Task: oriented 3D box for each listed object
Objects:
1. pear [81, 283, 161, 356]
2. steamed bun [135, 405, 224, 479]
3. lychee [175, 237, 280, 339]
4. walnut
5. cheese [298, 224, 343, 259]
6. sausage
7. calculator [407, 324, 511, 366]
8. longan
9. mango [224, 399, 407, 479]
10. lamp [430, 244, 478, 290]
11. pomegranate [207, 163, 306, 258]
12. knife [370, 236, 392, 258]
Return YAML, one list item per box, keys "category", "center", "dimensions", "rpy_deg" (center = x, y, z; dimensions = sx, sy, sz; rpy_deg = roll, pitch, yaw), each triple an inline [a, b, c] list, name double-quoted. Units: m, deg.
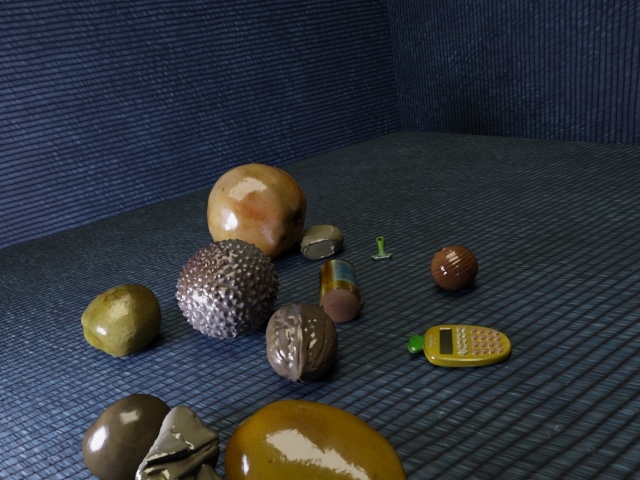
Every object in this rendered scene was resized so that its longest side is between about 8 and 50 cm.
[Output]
- category: "pear"
  center: [-0.574, 0.230, 1.381]
  dimensions: [0.229, 0.188, 0.211]
  rpy_deg: [6, 39, 37]
- category: "steamed bun"
  center: [-0.224, 0.409, 0.775]
  dimensions: [0.144, 0.211, 0.218]
  rpy_deg: [16, 22, 0]
- category: "lychee"
  center: [-0.255, 0.136, 1.338]
  dimensions: [0.300, 0.300, 0.300]
  rpy_deg: [-10, 21, 4]
- category: "walnut"
  center: [-0.045, 0.246, 1.128]
  dimensions: [0.178, 0.178, 0.230]
  rpy_deg: [-9, 27, 5]
- category: "cheese"
  center: [0.000, 0.000, 1.813]
  dimensions: [0.175, 0.091, 0.202]
  rpy_deg: [-14, 20, -6]
- category: "sausage"
  center: [0.051, 0.133, 1.428]
  dimensions: [0.125, 0.117, 0.317]
  rpy_deg: [-33, 16, 10]
- category: "calculator"
  center: [0.325, 0.248, 1.108]
  dimensions: [0.235, 0.032, 0.146]
  rpy_deg: [-3, 22, 15]
- category: "longan"
  center: [-0.378, 0.392, 0.929]
  dimensions: [0.187, 0.167, 0.167]
  rpy_deg: [-18, 18, 19]
- category: "mango"
  center: [-0.006, 0.375, 0.775]
  dimensions: [0.317, 0.172, 0.211]
  rpy_deg: [6, 27, 22]
- category: "lamp"
  center: [0.387, 0.079, 1.361]
  dimensions: [0.136, 0.136, 0.136]
  rpy_deg: [-10, 21, 4]
- category: "pomegranate"
  center: [-0.258, -0.101, 1.796]
  dimensions: [0.412, 0.411, 0.411]
  rpy_deg: [-10, 21, 4]
- category: "knife"
  center: [0.219, 0.029, 1.719]
  dimensions: [0.078, 0.022, 0.166]
  rpy_deg: [-2, 24, 5]
